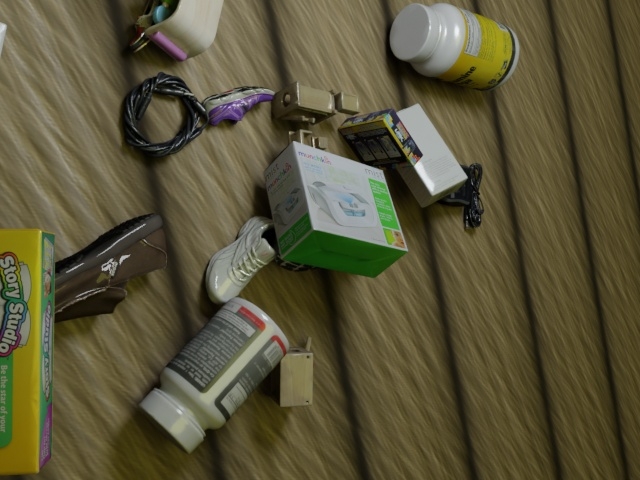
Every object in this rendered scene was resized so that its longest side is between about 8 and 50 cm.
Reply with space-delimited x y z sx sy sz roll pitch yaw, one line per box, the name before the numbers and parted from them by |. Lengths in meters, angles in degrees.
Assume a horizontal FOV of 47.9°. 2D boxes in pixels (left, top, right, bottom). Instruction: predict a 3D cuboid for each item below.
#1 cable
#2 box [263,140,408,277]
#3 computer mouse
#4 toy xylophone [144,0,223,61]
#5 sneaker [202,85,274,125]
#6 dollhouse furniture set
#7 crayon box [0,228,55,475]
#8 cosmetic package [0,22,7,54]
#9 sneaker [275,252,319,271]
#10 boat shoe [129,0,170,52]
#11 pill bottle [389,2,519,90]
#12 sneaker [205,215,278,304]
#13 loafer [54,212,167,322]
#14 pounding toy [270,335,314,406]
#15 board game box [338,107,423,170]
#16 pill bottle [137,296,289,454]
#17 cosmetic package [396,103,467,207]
cable | -0.314 -0.249 1.433 0.184 0.047 0.150 -41 112 -32
box | 0.029 -0.061 1.554 0.262 0.127 0.231 14 50 -36
computer mouse | 0.351 -0.143 1.951 0.272 0.072 0.188 15 76 -50
toy xylophone | -0.266 -0.532 1.413 0.236 0.081 0.322 46 52 -54
sneaker | -0.175 -0.289 1.549 0.170 0.068 0.071 -23 117 -29
dollhouse furniture set | -0.006 -0.254 1.636 0.182 0.101 0.160 5 77 -38
crayon box | -0.572 0.164 1.083 0.313 0.106 0.362 0 87 -10
cosmetic package | -0.639 -0.257 1.118 0.224 0.138 0.224 14 80 -37
sneaker | 0.000 0.000 1.655 0.279 0.107 0.118 -4 73 -43
boat shoe | -0.343 -0.428 1.419 0.043 0.049 0.137 45 57 -37
pill bottle | 0.349 -0.510 1.889 0.334 0.188 0.187 3 85 -38
sneaker | -0.150 0.035 1.503 0.090 0.115 0.232 46 61 -27
loafer | -0.407 0.083 1.283 0.366 0.134 0.130 -36 109 -34
pounding toy | -0.053 0.281 1.565 0.100 0.141 0.130 1 89 -15
board game box | 0.142 -0.236 1.717 0.048 0.170 0.141 -49 117 -26
pill bottle | -0.208 0.262 1.407 0.283 0.161 0.161 -47 115 -23
cosmetic package | 0.247 -0.211 1.789 0.117 0.085 0.231 -26 77 -21
